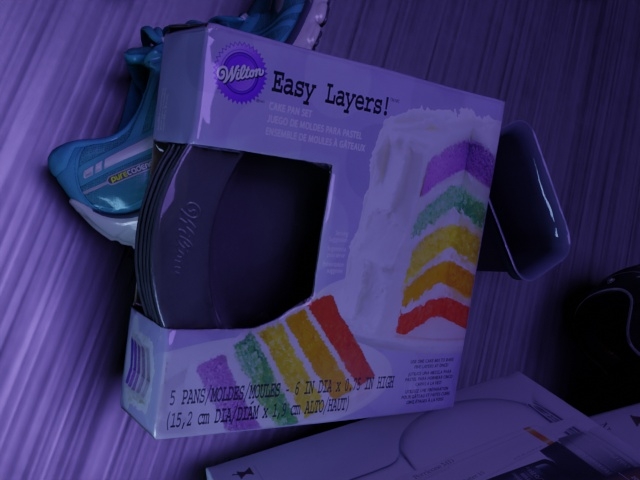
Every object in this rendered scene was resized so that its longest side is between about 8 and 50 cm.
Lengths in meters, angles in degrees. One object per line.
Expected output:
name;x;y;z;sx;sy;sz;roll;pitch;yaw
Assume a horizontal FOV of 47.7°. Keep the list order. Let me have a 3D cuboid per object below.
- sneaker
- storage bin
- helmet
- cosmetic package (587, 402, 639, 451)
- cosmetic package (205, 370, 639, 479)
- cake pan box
sneaker;-0.083;-0.121;0.527;0.110;0.107;0.275;39;65;-14
storage bin;0.161;-0.035;0.679;0.098;0.091;0.135;-27;101;-32
helmet;0.354;0.101;0.742;0.169;0.169;0.162;36;32;-25
cosmetic package;0.377;0.233;0.591;0.384;0.217;0.156;-20;116;6
cosmetic package;0.122;0.228;0.423;0.284;0.377;0.098;-14;111;-22
cake pan box;0.000;0.000;0.498;0.266;0.070;0.246;6;94;-36
